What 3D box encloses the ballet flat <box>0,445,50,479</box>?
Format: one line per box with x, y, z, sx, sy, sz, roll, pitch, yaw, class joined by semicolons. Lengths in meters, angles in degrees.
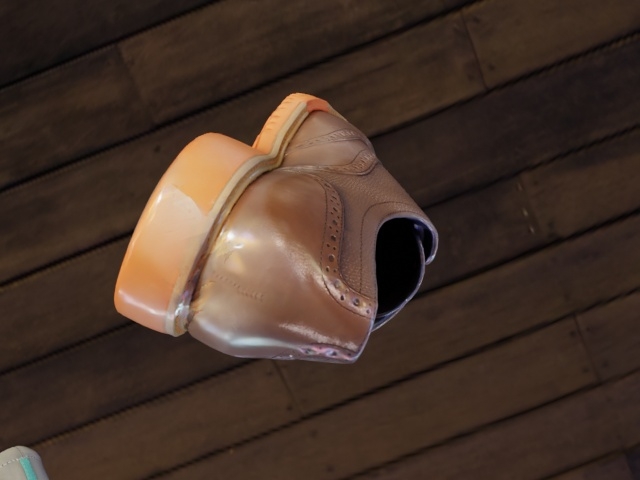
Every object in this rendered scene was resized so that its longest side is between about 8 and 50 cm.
-0.246;0.184;0.719;0.213;0.072;0.068;-28;77;30;ballet flat

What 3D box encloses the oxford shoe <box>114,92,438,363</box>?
0.000;0.000;0.677;0.132;0.364;0.130;25;108;6;oxford shoe
